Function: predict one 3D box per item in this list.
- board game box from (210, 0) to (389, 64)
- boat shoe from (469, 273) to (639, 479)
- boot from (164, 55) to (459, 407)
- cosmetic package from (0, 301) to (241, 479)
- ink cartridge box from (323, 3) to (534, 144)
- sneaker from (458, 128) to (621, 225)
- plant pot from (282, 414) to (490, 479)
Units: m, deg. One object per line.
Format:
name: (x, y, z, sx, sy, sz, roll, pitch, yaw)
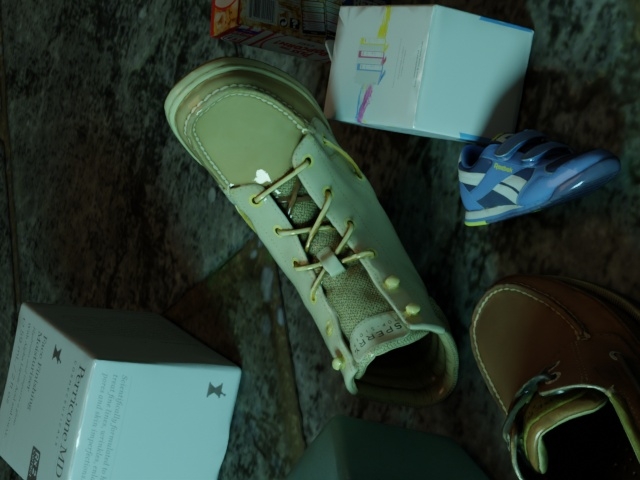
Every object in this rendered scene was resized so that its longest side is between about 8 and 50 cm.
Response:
board game box: (-0.012, -0.247, 1.272, 0.045, 0.147, 0.193, -13, 71, 55)
boat shoe: (0.167, 0.106, 0.951, 0.307, 0.104, 0.110, 46, 121, 51)
boot: (0.000, 0.000, 1.116, 0.095, 0.262, 0.203, -33, 50, 8)
cosmetic package: (-0.191, 0.156, 1.447, 0.184, 0.151, 0.151, 25, 104, 56)
ink cartridge box: (0.072, -0.124, 1.163, 0.143, 0.092, 0.089, 13, 94, 58)
sneaker: (0.141, -0.048, 1.063, 0.144, 0.053, 0.059, -14, 89, 54)
plant pot: (0.051, 0.244, 1.053, 0.165, 0.165, 0.234, -55, 34, 35)
